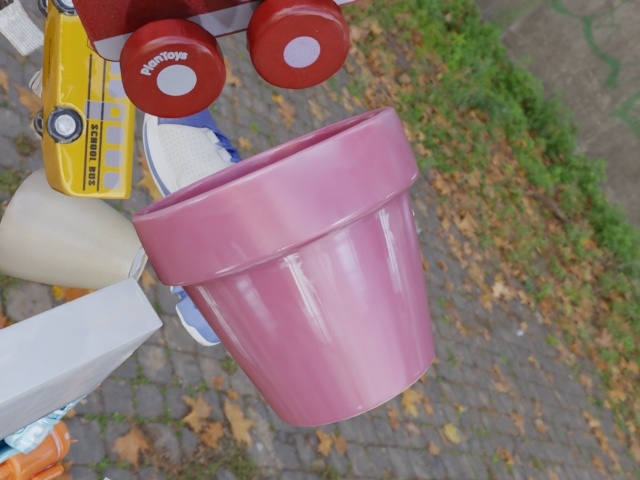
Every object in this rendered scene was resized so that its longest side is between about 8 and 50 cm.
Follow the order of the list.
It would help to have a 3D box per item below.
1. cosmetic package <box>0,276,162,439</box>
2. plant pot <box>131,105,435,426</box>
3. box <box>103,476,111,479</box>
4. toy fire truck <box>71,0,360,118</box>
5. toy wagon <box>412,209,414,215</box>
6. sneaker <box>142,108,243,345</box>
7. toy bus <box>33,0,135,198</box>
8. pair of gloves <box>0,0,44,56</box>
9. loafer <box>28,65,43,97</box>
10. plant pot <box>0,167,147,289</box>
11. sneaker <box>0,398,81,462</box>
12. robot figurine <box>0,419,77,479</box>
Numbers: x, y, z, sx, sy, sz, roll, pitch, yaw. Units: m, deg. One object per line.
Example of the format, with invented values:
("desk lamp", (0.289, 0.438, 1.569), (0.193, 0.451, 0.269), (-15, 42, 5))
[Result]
("cosmetic package", (-0.447, 0.210, 1.076), (0.377, 0.284, 0.097), (-25, 76, -49))
("plant pot", (-0.008, 0.023, 0.550), (0.180, 0.201, 0.201), (67, 24, -10))
("box", (-0.503, 0.626, 1.659), (0.038, 0.145, 0.186), (27, 58, 12))
("toy fire truck", (-0.102, -0.273, 0.706), (0.254, 0.302, 0.169), (77, -2, -55))
("toy wagon", (0.000, 0.000, 1.344), (0.068, 0.344, 0.267), (57, -3, 44))
("sneaker", (-0.090, -0.049, 0.908), (0.127, 0.182, 0.316), (34, 38, -65))
("toy bus", (-0.345, -0.233, 1.123), (0.130, 0.108, 0.333), (0, 99, -31))
("pair of gloves", (-0.689, -0.429, 1.499), (0.204, 0.042, 0.240), (51, 53, -1))
("loafer", (-0.532, -0.338, 1.511), (0.039, 0.125, 0.045), (48, 19, 22))
("plant pot", (-0.534, 0.005, 1.702), (0.273, 0.257, 0.256), (20, 28, 2))
("sneaker", (-0.570, 0.355, 1.545), (0.135, 0.365, 0.150), (48, 10, -46))
("robot figurine", (-0.695, 0.494, 1.811), (0.219, 0.158, 0.128), (-26, 125, -47))
